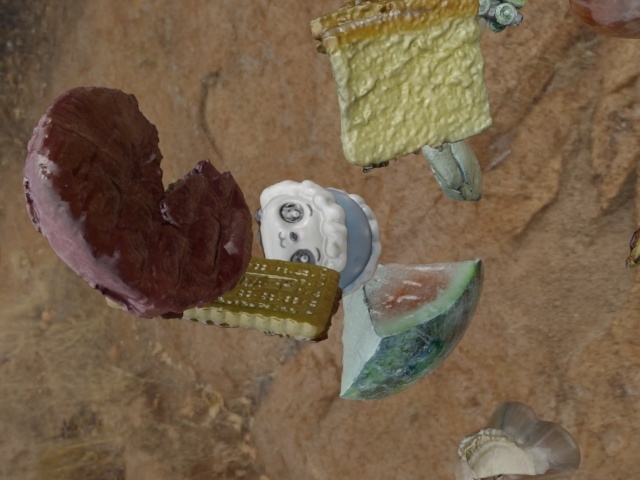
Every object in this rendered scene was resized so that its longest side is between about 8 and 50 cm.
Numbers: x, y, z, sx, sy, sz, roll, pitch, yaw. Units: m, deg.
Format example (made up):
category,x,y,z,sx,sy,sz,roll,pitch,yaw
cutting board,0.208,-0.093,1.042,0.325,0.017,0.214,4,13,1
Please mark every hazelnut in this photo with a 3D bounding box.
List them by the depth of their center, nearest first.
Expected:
category,x,y,z,sx,sy,sz,roll,pitch,yaw
hazelnut,0.398,-0.334,1.020,0.143,0.154,0.143,-10,50,12

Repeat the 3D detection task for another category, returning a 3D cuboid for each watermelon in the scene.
category,x,y,z,sx,sy,sz,roll,pitch,yaw
watermelon,0.150,0.143,1.567,0.258,0.387,0.228,39,155,31

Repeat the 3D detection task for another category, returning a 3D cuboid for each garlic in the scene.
category,x,y,z,sx,sy,sz,roll,pitch,yaw
garlic,0.393,0.451,1.605,0.210,0.292,0.237,40,91,27

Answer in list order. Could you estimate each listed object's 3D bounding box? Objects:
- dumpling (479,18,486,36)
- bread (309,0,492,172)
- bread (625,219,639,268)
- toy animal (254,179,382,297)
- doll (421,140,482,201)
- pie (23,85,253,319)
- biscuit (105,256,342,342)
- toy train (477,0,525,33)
category,x,y,z,sx,sy,sz,roll,pitch,yaw
dumpling,0.240,-0.395,1.456,0.151,0.124,0.229,108,180,-59
bread,0.072,-0.146,0.683,0.152,0.127,0.147,-13,104,13
bread,0.444,-0.041,0.983,0.160,0.140,0.169,-26,78,4
toy animal,0.000,0.000,1.269,0.155,0.204,0.208,-13,81,25
doll,0.212,-0.111,1.222,0.071,0.214,0.104,-32,70,14
pie,-0.153,-0.033,0.674,0.054,0.204,0.219,-32,110,33
biscuit,-0.103,0.053,0.916,0.254,0.172,0.029,9,110,5
toy train,0.209,-0.373,1.155,0.060,0.202,0.081,-175,102,-81
